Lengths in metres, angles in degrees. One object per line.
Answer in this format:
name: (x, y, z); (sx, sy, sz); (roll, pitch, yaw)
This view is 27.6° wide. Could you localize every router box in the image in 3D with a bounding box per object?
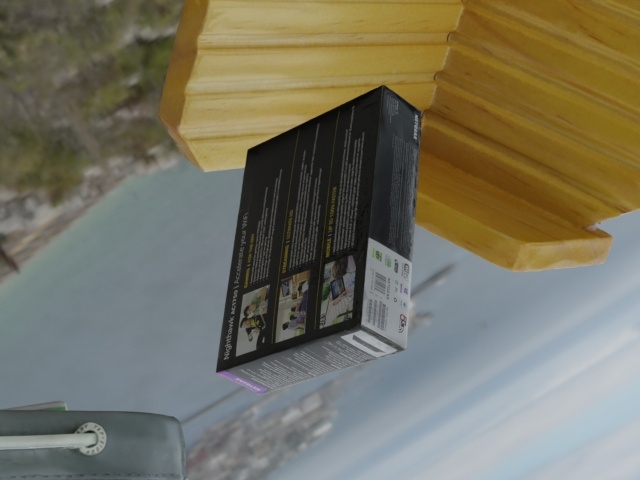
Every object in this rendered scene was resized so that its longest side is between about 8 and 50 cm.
router box: (0.000, 0.000, 0.859); (0.133, 0.179, 0.046); (-21, 141, 40)

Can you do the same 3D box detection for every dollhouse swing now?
dollhouse swing: (0.107, -0.154, 0.993); (0.305, 0.315, 0.347); (-25, 138, -57)

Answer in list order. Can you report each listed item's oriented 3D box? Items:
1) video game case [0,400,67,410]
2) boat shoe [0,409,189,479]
video game case: (-0.261, 0.214, 0.851); (0.212, 0.193, 0.023); (-7, 160, -12)
boat shoe: (-0.202, 0.081, 0.480); (0.319, 0.099, 0.116); (12, 167, 6)
